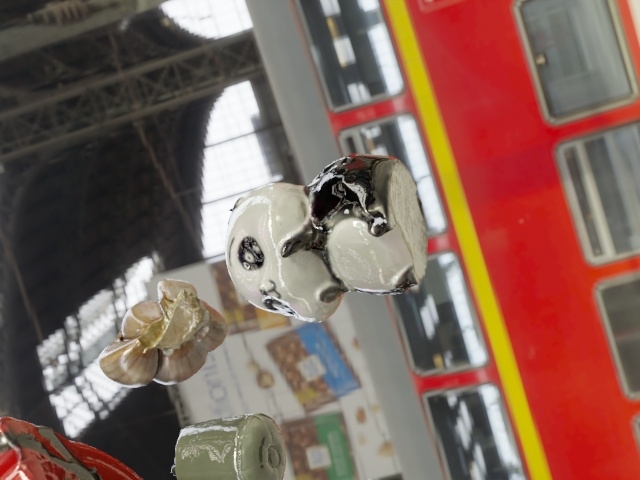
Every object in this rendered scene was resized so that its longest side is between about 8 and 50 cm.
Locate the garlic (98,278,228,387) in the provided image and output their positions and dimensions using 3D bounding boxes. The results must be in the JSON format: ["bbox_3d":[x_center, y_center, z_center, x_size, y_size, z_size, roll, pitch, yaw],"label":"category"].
[{"bbox_3d":[-0.268,0.176,1.951,0.160,0.214,0.191,38,170,-16],"label":"garlic"}]

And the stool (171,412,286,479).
[{"bbox_3d":[-0.097,0.235,1.205,0.096,0.110,0.096,-7,-90,-67],"label":"stool"}]

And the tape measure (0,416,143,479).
[{"bbox_3d":[-0.249,0.313,1.184,0.260,0.114,0.253,31,-165,-52],"label":"tape measure"}]

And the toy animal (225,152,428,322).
[{"bbox_3d":[0.000,0.000,1.789,0.251,0.309,0.251,-11,-90,-72],"label":"toy animal"}]
